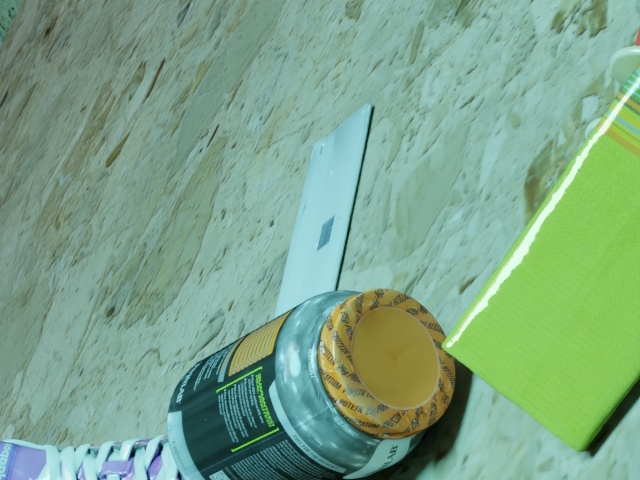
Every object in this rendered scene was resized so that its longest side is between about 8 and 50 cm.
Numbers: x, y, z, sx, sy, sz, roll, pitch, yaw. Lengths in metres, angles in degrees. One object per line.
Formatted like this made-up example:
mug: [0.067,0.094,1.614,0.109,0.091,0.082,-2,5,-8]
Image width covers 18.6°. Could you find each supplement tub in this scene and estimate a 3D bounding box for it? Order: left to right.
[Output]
supplement tub: [-0.006,0.103,1.243,0.190,0.117,0.117,-30,35,51]

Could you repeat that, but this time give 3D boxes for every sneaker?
sneaker: [-0.157,0.182,1.415,0.282,0.161,0.102,-40,26,37]

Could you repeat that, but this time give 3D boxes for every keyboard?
keyboard: [0.000,0.000,1.515,0.072,0.014,0.256,-32,34,40]

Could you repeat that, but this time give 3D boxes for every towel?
towel: [0.171,-0.009,1.048,0.237,0.102,0.021,-56,-22,10]

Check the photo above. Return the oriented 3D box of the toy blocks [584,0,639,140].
toy blocks: [0.220,-0.122,1.127,0.123,0.054,0.148,-21,42,59]
